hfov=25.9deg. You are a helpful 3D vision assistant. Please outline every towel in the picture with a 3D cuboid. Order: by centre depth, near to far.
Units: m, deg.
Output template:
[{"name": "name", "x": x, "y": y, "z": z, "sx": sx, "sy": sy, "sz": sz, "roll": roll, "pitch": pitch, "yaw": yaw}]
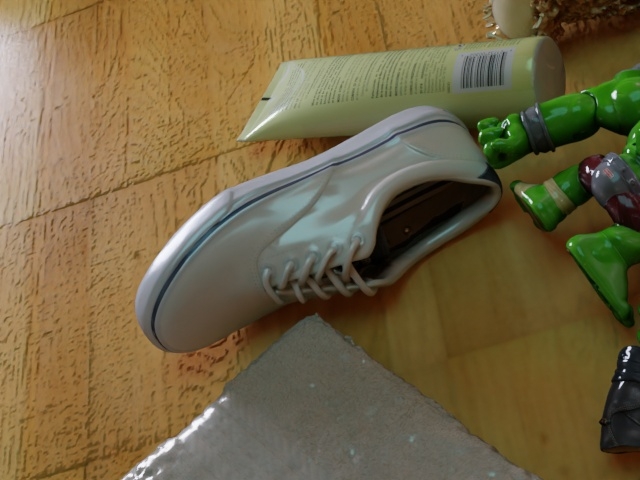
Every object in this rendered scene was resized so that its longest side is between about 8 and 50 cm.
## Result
[{"name": "towel", "x": 0.017, "y": 0.166, "z": 0.787, "sx": 0.187, "sy": 0.049, "sz": 0.282, "roll": -41, "pitch": 46, "yaw": -15}]

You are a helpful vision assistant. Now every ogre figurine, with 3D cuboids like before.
[{"name": "ogre figurine", "x": 0.193, "y": -0.030, "z": 0.844, "sx": 0.118, "sy": 0.097, "sz": 0.197, "roll": -37, "pitch": 38, "yaw": 3}]

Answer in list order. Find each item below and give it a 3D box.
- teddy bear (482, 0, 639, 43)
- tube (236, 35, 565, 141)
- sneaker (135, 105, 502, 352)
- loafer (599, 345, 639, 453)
[{"name": "teddy bear", "x": 0.263, "y": -0.240, "z": 1.008, "sx": 0.338, "sy": 0.113, "sz": 0.245, "roll": -33, "pitch": 38, "yaw": 5}, {"name": "tube", "x": 0.056, "y": -0.109, "z": 1.010, "sx": 0.240, "sy": 0.070, "sz": 0.062, "roll": -1, "pitch": 94, "yaw": 30}, {"name": "sneaker", "x": 0.000, "y": 0.000, "z": 0.907, "sx": 0.258, "sy": 0.094, "sz": 0.091, "roll": -33, "pitch": 41, "yaw": -7}, {"name": "loafer", "x": 0.228, "y": 0.111, "z": 0.737, "sx": 0.170, "sy": 0.062, "sz": 0.061, "roll": 19, "pitch": 83, "yaw": 40}]
